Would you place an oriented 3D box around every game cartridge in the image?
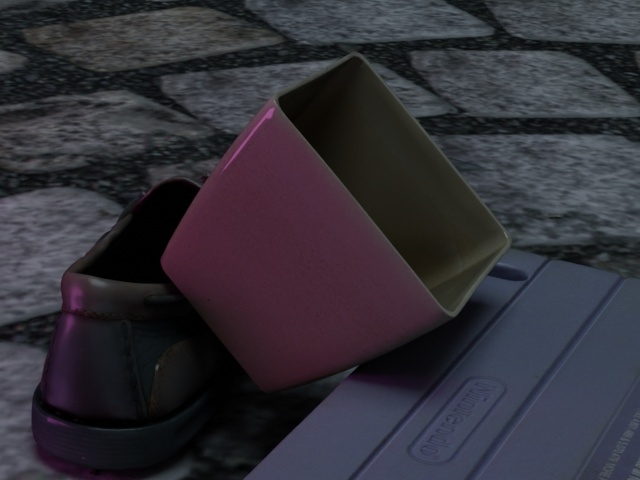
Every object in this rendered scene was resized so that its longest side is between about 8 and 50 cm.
[{"bbox_3d":[0.105,0.104,0.574,0.230,0.068,0.355,17,26,20],"label":"game cartridge"}]

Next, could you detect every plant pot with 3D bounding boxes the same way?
[{"bbox_3d":[0.000,0.000,0.649,0.109,0.096,0.109,51,26,0],"label":"plant pot"}]

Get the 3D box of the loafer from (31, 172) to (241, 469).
[{"bbox_3d":[-0.059,0.010,0.731,0.096,0.084,0.267,6,23,10],"label":"loafer"}]
